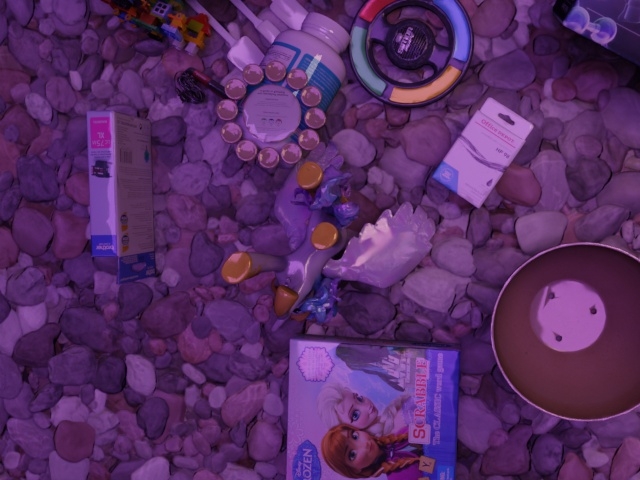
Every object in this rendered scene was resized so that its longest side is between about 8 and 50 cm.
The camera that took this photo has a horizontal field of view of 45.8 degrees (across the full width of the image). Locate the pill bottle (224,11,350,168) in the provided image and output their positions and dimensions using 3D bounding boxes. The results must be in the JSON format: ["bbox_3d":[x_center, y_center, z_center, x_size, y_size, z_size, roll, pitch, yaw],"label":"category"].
[{"bbox_3d":[-0.050,-0.272,1.360,0.146,0.146,0.264,30,86,8],"label":"pill bottle"}]

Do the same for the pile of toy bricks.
[{"bbox_3d":[-0.306,-0.448,1.432,0.212,0.118,0.105,27,82,18],"label":"pile of toy bricks"}]

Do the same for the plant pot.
[{"bbox_3d":[0.429,0.138,1.279,0.283,0.191,0.284,1,94,11],"label":"plant pot"}]

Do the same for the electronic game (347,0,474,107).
[{"bbox_3d":[0.163,-0.356,1.377,0.229,0.048,0.230,1,93,11],"label":"electronic game"}]

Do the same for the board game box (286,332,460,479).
[{"bbox_3d":[0.097,0.344,1.415,0.317,0.066,0.319,2,93,11],"label":"board game box"}]

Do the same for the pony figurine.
[{"bbox_3d":[0.000,0.000,1.310,0.302,0.363,0.351,36,83,14],"label":"pony figurine"}]

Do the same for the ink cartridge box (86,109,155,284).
[{"bbox_3d":[-0.370,-0.079,1.422,0.065,0.186,0.312,-3,93,8],"label":"ink cartridge box"}]

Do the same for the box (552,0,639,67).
[{"bbox_3d":[0.587,-0.448,1.144,0.293,0.212,0.396,27,115,1],"label":"box"}]

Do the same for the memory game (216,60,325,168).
[{"bbox_3d":[-0.083,-0.212,1.276,0.186,0.012,0.186,0,87,-2],"label":"memory game"}]

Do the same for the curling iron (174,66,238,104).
[{"bbox_3d":[-0.159,-0.250,1.453,0.273,0.035,0.068,27,119,4],"label":"curling iron"}]

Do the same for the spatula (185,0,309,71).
[{"bbox_3d":[-0.151,-0.441,1.447,0.242,0.019,0.168,45,100,5],"label":"spatula"}]

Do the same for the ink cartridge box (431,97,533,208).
[{"bbox_3d":[0.291,-0.159,1.356,0.104,0.060,0.180,34,98,8],"label":"ink cartridge box"}]
